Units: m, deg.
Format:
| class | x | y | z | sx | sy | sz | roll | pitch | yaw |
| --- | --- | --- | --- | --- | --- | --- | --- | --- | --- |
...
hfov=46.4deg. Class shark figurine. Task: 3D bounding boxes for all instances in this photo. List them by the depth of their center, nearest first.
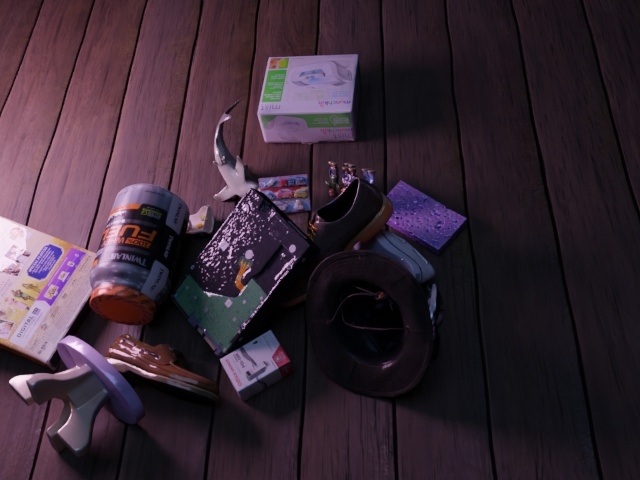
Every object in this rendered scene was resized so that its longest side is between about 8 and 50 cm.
| class | x | y | z | sx | sy | sz | roll | pitch | yaw |
| --- | --- | --- | --- | --- | --- | --- | --- | --- | --- |
| shark figurine | -0.227 | -0.218 | 2.000 | 0.166 | 0.278 | 0.116 | -19 | 7 | 32 |

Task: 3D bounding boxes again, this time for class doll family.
| class | x | y | z | sx | sy | sz | roll | pitch | yaw |
| --- | --- | --- | --- | --- | --- | --- | --- | --- | --- |
| doll family | 0.082 | -0.134 | 1.891 | 0.076 | 0.111 | 0.193 | -5 | 17 | -25 |

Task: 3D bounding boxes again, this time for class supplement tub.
| class | x | y | z | sx | sy | sz | roll | pitch | yaw |
| --- | --- | --- | --- | --- | --- | --- | --- | --- | --- |
| supplement tub | -0.444 | 0.035 | 1.823 | 0.194 | 0.193 | 0.315 | 0 | 56 | 11 |

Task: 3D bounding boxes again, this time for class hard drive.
| class | x | y | z | sx | sy | sz | roll | pitch | yaw |
| --- | --- | --- | --- | --- | --- | --- | --- | --- | --- |
| hard drive | -0.180 | 0.078 | 1.734 | 0.237 | 0.064 | 0.339 | 43 | 100 | 32 |

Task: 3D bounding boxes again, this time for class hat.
| class | x | y | z | sx | sy | sz | roll | pitch | yaw |
| --- | --- | --- | --- | --- | --- | --- | --- | --- | --- |
| hat | 0.121 | 0.169 | 1.627 | 0.331 | 0.331 | 0.134 | 21 | 21 | 23 |

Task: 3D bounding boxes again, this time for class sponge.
| class | x | y | z | sx | sy | sz | roll | pitch | yaw |
| --- | --- | --- | --- | --- | --- | --- | --- | --- | --- |
| sponge | 0.245 | -0.059 | 1.858 | 0.210 | 0.031 | 0.117 | 34 | 67 | 28 |

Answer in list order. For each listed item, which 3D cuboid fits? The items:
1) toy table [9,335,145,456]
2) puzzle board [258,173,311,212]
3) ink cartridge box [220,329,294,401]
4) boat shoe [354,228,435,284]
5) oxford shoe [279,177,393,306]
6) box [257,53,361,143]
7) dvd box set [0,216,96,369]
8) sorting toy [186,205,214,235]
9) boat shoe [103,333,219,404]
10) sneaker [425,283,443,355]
| class | x | y | z | sx | sy | sz | roll | pitch | yaw |
| --- | --- | --- | --- | --- | --- | --- | --- | --- | --- |
| toy table | -0.532 | 0.338 | 1.614 | 0.274 | 0.252 | 0.161 | 23 | 46 | 36 |
| puzzle board | -0.092 | -0.118 | 1.932 | 0.128 | 0.096 | 0.011 | -5 | 11 | 5 |
| ink cartridge box | -0.143 | 0.281 | 1.678 | 0.135 | 0.056 | 0.099 | -30 | 56 | -11 |
| boat shoe | 0.168 | 0.029 | 1.788 | 0.084 | 0.095 | 0.258 | -9 | 40 | -35 |
| oxford shoe | 0.000 | 0.000 | 1.752 | 0.363 | 0.133 | 0.130 | -47 | 38 | 4 |
| box | -0.025 | -0.394 | 2.088 | 0.262 | 0.126 | 0.231 | 1 | 54 | 10 |
| dvd box set | -0.773 | 0.111 | 1.865 | 0.421 | 0.062 | 0.307 | 19 | 61 | 9 |
| sorting toy | -0.321 | -0.043 | 1.950 | 0.075 | 0.045 | 0.083 | -6 | 55 | 15 |
| boat shoe | -0.355 | 0.283 | 1.684 | 0.308 | 0.110 | 0.104 | 14 | 60 | 19 |
| sneaker | 0.229 | 0.174 | 1.679 | 0.077 | 0.072 | 0.178 | -3 | 49 | 22 |
